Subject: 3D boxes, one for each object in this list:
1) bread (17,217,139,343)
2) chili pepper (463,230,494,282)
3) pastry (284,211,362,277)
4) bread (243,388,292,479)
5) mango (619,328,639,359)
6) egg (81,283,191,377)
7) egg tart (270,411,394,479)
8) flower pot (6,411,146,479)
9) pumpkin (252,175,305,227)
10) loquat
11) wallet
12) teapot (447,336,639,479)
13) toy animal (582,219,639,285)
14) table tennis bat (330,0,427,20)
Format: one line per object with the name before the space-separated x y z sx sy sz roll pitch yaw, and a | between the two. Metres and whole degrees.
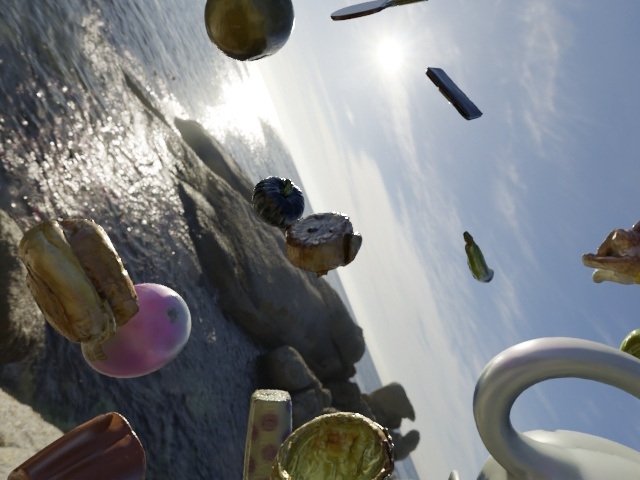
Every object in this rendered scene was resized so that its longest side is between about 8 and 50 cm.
bread | -0.382 0.062 0.627 0.236 0.120 0.198 -6 -70 53
chili pepper | 0.311 0.048 0.786 0.043 0.049 0.208 22 -11 36
pastry | 0.000 0.000 1.118 0.229 0.218 0.100 11 -49 35
bread | -0.173 0.687 1.347 0.187 0.155 0.338 153 -57 -75
mango | 0.758 0.277 0.926 0.117 0.163 0.089 26 14 21
egg | -0.406 0.204 0.879 0.196 0.271 0.196 34 32 -25
egg tart | 0.029 0.488 0.866 0.279 0.279 0.095 -109 -178 -72
flower pot | -0.453 0.441 0.737 0.173 0.191 0.190 -6 72 -58
pumpkin | -0.142 -0.131 1.374 0.150 0.194 0.194 -8 -72 51
loquat | -0.136 -0.405 0.739 0.195 0.152 0.152 -7 -69 46
wallet | 0.451 -0.501 1.368 0.232 0.122 0.031 56 -43 13
teapot | 0.172 0.277 0.307 0.252 0.280 0.424 -37 129 -72
toy animal | 0.681 0.034 0.814 0.104 0.184 0.185 43 4 -15
table tennis bat | 0.090 -0.369 0.634 0.087 0.156 0.013 -63 146 -46
